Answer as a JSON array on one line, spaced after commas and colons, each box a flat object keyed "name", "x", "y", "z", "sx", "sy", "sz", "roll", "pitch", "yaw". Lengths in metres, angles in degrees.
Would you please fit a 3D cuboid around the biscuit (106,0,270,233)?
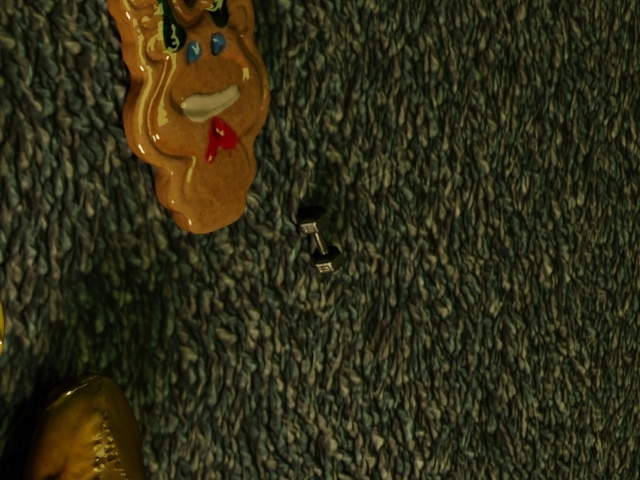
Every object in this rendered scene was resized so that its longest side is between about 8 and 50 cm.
[{"name": "biscuit", "x": -0.132, "y": -0.172, "z": 2.013, "sx": 0.202, "sy": 0.047, "sz": 0.334, "roll": -21, "pitch": 113, "yaw": -43}]

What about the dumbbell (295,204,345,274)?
[{"name": "dumbbell", "x": 0.000, "y": 0.000, "z": 2.193, "sx": 0.036, "sy": 0.040, "sz": 0.083, "roll": -24, "pitch": 120, "yaw": -5}]

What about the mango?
[{"name": "mango", "x": -0.233, "y": 0.259, "z": 1.908, "sx": 0.151, "sy": 0.156, "sz": 0.248, "roll": 0, "pitch": 90, "yaw": -47}]

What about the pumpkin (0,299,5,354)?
[{"name": "pumpkin", "x": -0.414, "y": 0.053, "z": 1.693, "sx": 0.190, "sy": 0.139, "sz": 0.280, "roll": -45, "pitch": 130, "yaw": -26}]
